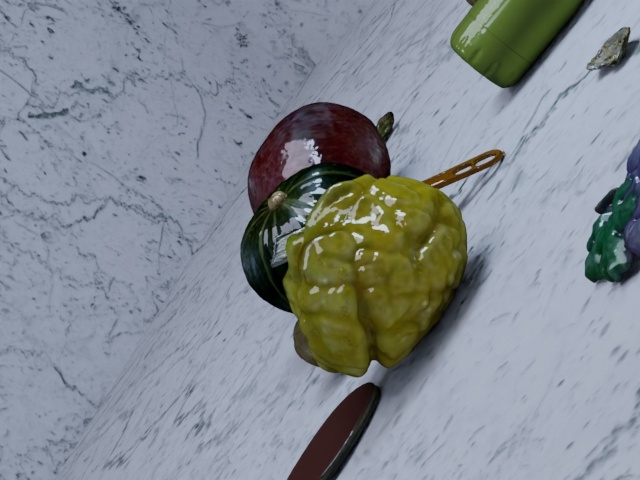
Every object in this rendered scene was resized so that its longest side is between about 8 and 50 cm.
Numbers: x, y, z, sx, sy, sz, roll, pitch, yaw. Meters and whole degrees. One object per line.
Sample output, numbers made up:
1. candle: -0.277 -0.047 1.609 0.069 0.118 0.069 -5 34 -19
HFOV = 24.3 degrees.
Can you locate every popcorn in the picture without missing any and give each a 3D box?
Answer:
1. popcorn: 0.060 0.041 1.585 0.203 0.200 0.226 90 175 -60

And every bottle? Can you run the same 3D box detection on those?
1. bottle: 0.287 -0.329 1.951 0.260 0.112 0.112 -51 9 13

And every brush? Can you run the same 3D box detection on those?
1. brush: 0.081 -0.044 1.816 0.314 0.017 0.090 -24 21 12

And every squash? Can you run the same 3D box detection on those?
1. squash: -0.004 -0.002 1.979 0.218 0.172 0.218 -48 9 10

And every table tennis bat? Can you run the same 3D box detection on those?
1. table tennis bat: -0.010 0.250 1.567 0.246 0.022 0.138 -55 9 -28

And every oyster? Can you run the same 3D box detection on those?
1. oyster: 0.319 -0.206 1.631 0.054 0.019 0.083 -56 12 -12

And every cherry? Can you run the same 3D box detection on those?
1. cherry: 0.001 -0.085 2.206 0.230 0.203 0.300 -49 24 12

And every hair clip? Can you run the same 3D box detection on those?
1. hair clip: 0.273 -0.038 1.186 0.195 0.052 0.124 -54 12 38

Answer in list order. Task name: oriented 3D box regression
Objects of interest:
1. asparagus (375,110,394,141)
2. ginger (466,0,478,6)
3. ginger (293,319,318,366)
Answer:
1. asparagus: 0.091 -0.162 2.557 0.165 0.030 0.036 -59 -17 -31
2. ginger: 0.321 -0.452 2.086 0.375 0.176 0.256 -47 -5 33
3. ginger: 0.041 0.063 1.796 0.204 0.080 0.104 -53 15 -8
